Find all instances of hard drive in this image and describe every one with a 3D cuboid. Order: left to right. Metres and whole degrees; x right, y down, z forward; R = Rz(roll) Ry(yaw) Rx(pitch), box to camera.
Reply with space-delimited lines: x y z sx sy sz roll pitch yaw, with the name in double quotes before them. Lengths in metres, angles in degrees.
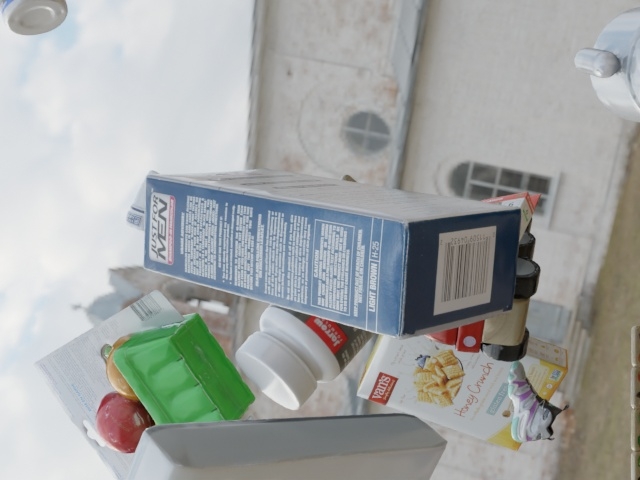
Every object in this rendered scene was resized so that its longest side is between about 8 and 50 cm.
"hard drive" -0.071 0.275 0.667 0.233 0.047 0.353 7 -67 -44

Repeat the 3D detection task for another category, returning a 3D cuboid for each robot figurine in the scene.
"robot figurine" 0.578 -0.289 1.662 0.353 0.300 0.199 -118 27 -77

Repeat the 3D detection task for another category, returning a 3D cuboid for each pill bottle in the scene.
"pill bottle" -0.360 -0.323 1.210 0.078 0.078 0.137 63 -175 -73
"pill bottle" 0.004 0.129 1.647 0.283 0.161 0.161 -47 -24 -23

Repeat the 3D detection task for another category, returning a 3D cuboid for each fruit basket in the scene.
"fruit basket" -0.301 0.280 1.768 0.327 0.353 0.165 56 -144 -6

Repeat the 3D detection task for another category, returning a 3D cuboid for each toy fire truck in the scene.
"toy fire truck" 0.138 0.022 1.242 0.217 0.247 0.158 -75 -11 -62

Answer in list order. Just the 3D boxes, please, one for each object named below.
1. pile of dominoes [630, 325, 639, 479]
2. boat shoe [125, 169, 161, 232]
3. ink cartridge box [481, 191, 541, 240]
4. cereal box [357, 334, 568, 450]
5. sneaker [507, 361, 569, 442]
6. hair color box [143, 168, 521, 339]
"pile of dominoes" 0.526 0.252 1.434 0.040 0.196 0.251 -11 75 60
"boat shoe" -0.115 -0.016 1.250 0.258 0.095 0.084 21 -91 -41
"ink cartridge box" 0.219 -0.033 1.199 0.029 0.063 0.115 64 -144 -22
"cereal box" 0.187 0.179 1.353 0.047 0.240 0.173 -74 2 -53
"sneaker" 0.262 0.192 1.202 0.038 0.069 0.098 -13 -83 -65
"hair color box" 0.000 0.000 0.981 0.174 0.347 0.105 -7 -76 -46
